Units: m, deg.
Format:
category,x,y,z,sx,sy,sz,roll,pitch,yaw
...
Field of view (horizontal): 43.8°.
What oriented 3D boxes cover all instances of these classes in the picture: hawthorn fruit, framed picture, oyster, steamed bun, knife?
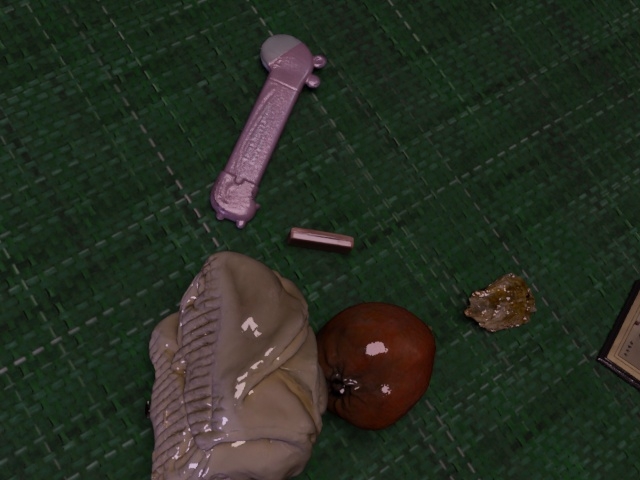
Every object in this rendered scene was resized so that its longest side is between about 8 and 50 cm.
category,x,y,z,sx,sy,sz,roll,pitch,yaw
hawthorn fruit,0.108,0.192,1.306,0.251,0.199,0.199,-20,75,-38
framed picture,0.635,0.201,1.492,0.199,0.010,0.195,35,68,2
oyster,0.328,0.111,1.450,0.146,0.045,0.122,17,55,-6
steamed bun,-0.107,0.217,1.199,0.237,0.346,0.394,12,100,-30
knife,-0.106,-0.208,1.468,0.132,0.038,0.399,22,69,-1

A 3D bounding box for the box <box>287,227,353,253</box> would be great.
category,x,y,z,sx,sy,sz,roll,pitch,yaw
box,0.000,0.000,1.411,0.115,0.048,0.025,9,74,-7
